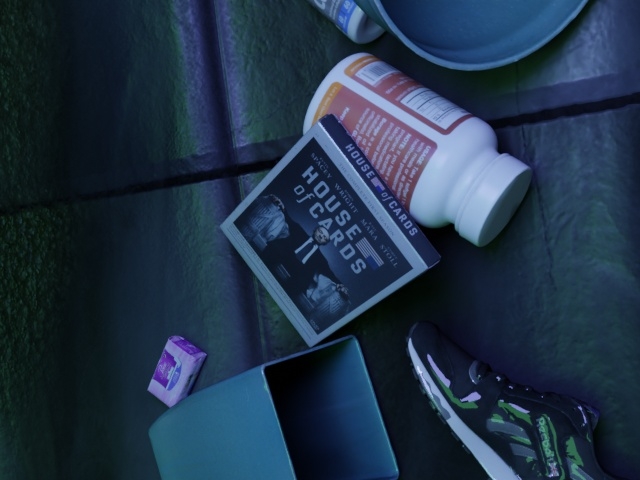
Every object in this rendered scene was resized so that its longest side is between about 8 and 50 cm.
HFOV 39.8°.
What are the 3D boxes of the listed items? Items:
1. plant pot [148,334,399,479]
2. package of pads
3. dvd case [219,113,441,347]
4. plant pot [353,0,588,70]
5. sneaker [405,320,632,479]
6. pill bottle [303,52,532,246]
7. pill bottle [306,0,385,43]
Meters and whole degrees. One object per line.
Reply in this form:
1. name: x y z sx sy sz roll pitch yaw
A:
1. plant pot: -0.071 0.225 0.988 0.234 0.165 0.166 -21 83 37
2. package of pads: -0.182 0.167 1.115 0.050 0.032 0.083 31 107 22
3. dvd case: 0.000 0.000 0.933 0.179 0.029 0.238 53 141 3
4. plant pot: 0.109 -0.325 0.804 0.196 0.293 0.293 41 114 50
5. sneaker: 0.205 0.178 0.878 0.124 0.107 0.283 -39 78 10
6. pill bottle: 0.098 -0.089 0.892 0.216 0.121 0.121 36 110 22
7. pill bottle: 0.017 -0.281 0.948 0.137 0.078 0.078 44 112 19
